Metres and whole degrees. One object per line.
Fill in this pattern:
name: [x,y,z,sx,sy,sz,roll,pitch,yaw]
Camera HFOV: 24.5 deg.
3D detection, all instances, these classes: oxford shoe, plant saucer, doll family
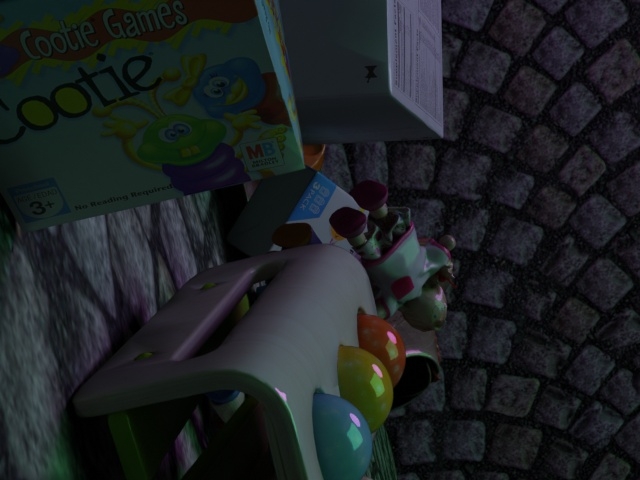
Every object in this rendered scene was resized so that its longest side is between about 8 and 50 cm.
oxford shoe: [0.065,0.104,1.437,0.348,0.130,0.123,-39,154,-53]
plant saucer: [-0.081,-0.045,1.532,0.168,0.029,0.169,-12,90,-87]
doll family: [-0.008,0.080,1.121,0.118,0.263,0.163,14,-34,45]

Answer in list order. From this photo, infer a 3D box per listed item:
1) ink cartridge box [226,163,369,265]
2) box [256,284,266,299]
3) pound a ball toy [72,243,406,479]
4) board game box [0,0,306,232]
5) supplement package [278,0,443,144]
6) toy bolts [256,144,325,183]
ink cartridge box: [0.000,0.000,1.477,0.061,0.104,0.181,29,-3,40]
box: [-0.017,0.162,1.521,0.100,0.060,0.244,73,6,-47]
pound a ball toy: [-0.012,0.127,0.861,0.319,0.135,0.208,-50,127,-74]
board game box: [-0.103,-0.164,0.717,0.142,0.144,0.275,73,6,-51]
supplement package: [-0.002,-0.207,1.411,0.262,0.199,0.198,17,72,-75]
toy bolts: [-0.009,-0.189,1.632,0.158,0.228,0.218,73,11,-49]
